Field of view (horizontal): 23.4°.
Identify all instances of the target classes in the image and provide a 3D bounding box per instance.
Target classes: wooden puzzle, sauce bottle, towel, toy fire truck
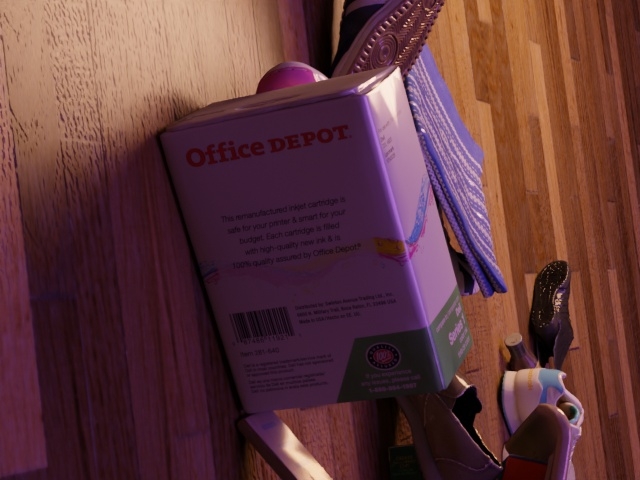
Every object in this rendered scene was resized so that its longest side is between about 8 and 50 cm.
[{"bbox_3d":[0.208,0.376,1.735,0.322,0.080,0.348,95,2,-74],"label":"wooden puzzle"},{"bbox_3d":[0.288,0.183,2.160,0.128,0.042,0.042,61,32,-37],"label":"sauce bottle"},{"bbox_3d":[0.153,-0.111,1.836,0.336,0.040,0.243,-92,157,-59],"label":"towel"},{"bbox_3d":[0.024,0.273,1.451,0.217,0.158,0.246,-26,113,-72],"label":"toy fire truck"}]

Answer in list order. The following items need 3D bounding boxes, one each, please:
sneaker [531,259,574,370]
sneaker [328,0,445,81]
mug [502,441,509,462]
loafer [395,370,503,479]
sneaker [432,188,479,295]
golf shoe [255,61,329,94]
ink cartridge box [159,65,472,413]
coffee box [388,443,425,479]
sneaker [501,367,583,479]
[{"bbox_3d":[0.350,0.117,2.311,0.089,0.051,0.170,62,35,-36],"label":"sneaker"},{"bbox_3d":[0.052,-0.281,1.750,0.282,0.153,0.099,-59,148,-9],"label":"sneaker"},{"bbox_3d":[0.289,0.306,2.092,0.062,0.064,0.078,-75,147,-43],"label":"mug"},{"bbox_3d":[0.137,0.175,1.712,0.094,0.087,0.251,27,37,-58],"label":"loafer"},{"bbox_3d":[0.119,-0.009,1.783,0.235,0.094,0.153,-9,99,-56],"label":"sneaker"},{"bbox_3d":[0.005,-0.103,1.573,0.306,0.115,0.140,57,23,-54],"label":"golf shoe"},{"bbox_3d":[0.000,0.000,1.389,0.117,0.201,0.278,-45,122,-62],"label":"ink cartridge box"},{"bbox_3d":[0.120,0.323,1.743,0.113,0.040,0.184,14,70,-62],"label":"coffee box"},{"bbox_3d":[0.323,0.271,2.145,0.087,0.092,0.229,-73,147,-46],"label":"sneaker"}]
